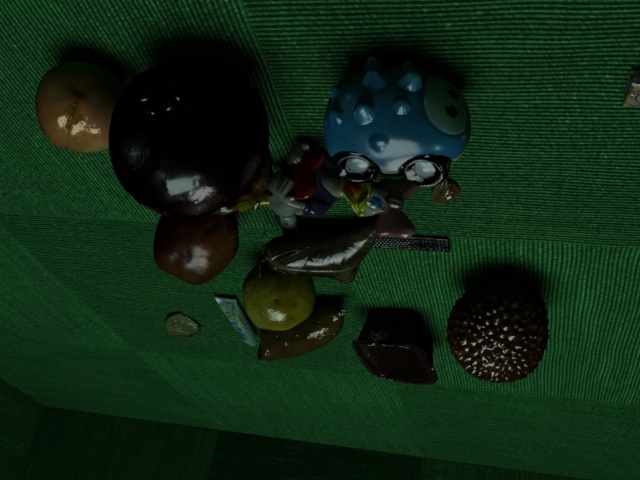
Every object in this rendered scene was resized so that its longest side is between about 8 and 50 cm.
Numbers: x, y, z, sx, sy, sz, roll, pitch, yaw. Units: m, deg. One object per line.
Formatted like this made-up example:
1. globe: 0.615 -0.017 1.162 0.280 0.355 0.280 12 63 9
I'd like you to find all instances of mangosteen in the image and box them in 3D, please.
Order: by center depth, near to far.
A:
1. mangosteen: -0.230 -0.180 1.424 0.296 0.297 0.313 8 179 7

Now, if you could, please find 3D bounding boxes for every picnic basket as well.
1. picnic basket: 0.225 0.305 2.285 0.222 0.129 0.297 1 149 23

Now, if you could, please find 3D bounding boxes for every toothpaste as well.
1. toothpaste: -0.071 -0.026 1.896 0.060 0.038 0.233 12 155 9
2. toothpaste: -0.255 0.253 2.476 0.074 0.048 0.297 5 148 19

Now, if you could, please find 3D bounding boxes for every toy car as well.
1. toy car: 0.124 -0.211 1.319 0.255 0.189 0.190 6 144 12

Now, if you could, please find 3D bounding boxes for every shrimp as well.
1. shrimp: 0.263 -0.107 1.626 0.059 0.023 0.108 4 152 -4

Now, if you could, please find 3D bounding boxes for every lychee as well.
1. lychee: 0.439 0.211 1.912 0.267 0.268 0.267 10 152 5

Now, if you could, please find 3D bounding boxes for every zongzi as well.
1. zongzi: 0.000 0.000 1.817 0.247 0.111 0.241 7 145 -20

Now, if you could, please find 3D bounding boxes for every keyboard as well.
1. keyboard: 0.204 0.005 1.862 0.204 0.013 0.061 4 151 15

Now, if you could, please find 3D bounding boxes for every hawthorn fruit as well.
1. hawthorn fruit: -0.280 -0.028 1.832 0.208 0.208 0.248 20 127 -14

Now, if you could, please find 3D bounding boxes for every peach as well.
1. peach: -0.449 -0.254 1.488 0.184 0.184 0.184 10 152 5

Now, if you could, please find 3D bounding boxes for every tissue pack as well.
1. tissue pack: 0.533 -0.240 1.257 0.083 0.035 0.063 7 152 10

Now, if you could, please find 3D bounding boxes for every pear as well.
1. pear: -0.112 0.133 2.054 0.197 0.197 0.197 10 152 5

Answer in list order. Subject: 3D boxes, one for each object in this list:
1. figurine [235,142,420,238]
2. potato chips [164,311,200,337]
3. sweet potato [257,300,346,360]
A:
1. figurine: -0.012 -0.097 1.618 0.420 0.154 0.193 3 156 20
2. potato chips: -0.462 0.291 2.648 0.142 0.026 0.209 7 150 17
3. sweet potato: -0.054 0.257 2.291 0.369 0.158 0.158 -14 142 32
